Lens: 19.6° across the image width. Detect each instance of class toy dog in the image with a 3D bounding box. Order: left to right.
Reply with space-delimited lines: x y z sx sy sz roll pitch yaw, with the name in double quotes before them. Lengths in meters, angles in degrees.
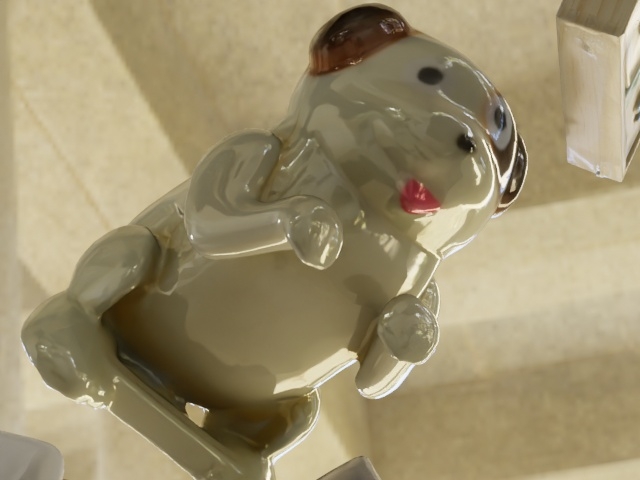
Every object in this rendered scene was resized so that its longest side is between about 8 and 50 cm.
"toy dog" 0.000 0.000 1.608 0.284 0.395 0.408 44 -77 -11

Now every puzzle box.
"puzzle box" 0.290 -0.273 1.445 0.052 0.409 0.272 22 -15 16

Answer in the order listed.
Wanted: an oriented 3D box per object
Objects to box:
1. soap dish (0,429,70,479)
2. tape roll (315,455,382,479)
"soap dish" -0.288 0.176 1.021 0.290 0.229 0.118 13 -74 -7
"tape roll" 0.032 0.151 0.341 0.072 0.219 0.219 -29 -35 -1
